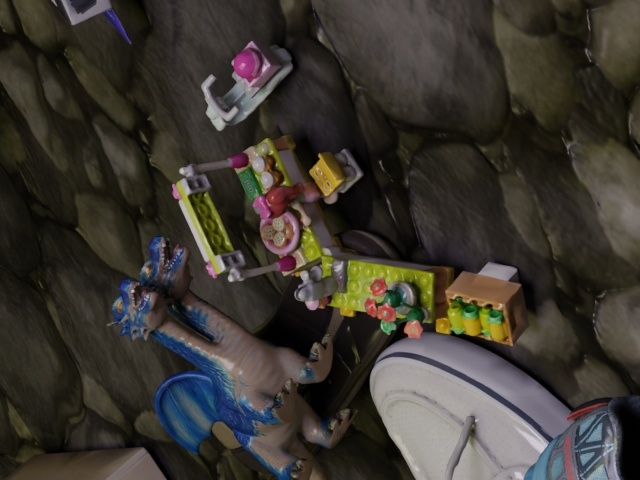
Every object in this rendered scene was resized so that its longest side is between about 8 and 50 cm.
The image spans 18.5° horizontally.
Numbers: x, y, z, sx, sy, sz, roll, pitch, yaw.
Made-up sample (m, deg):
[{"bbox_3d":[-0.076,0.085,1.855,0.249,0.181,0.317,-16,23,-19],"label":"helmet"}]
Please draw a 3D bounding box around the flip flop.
[{"bbox_3d":[-0.008,0.082,1.492,0.112,0.080,0.277,47,132,11],"label":"flip flop"}]

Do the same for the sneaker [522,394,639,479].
[{"bbox_3d":[0.245,0.195,1.190,0.262,0.104,0.125,37,127,12],"label":"sneaker"}]

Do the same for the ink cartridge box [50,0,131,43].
[{"bbox_3d":[-0.231,-0.255,1.452,0.206,0.045,0.208,49,169,31],"label":"ink cartridge box"}]

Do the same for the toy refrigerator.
[{"bbox_3d":[-0.233,0.272,1.965,0.102,0.094,0.269,57,151,-11],"label":"toy refrigerator"}]

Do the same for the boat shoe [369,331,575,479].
[{"bbox_3d":[0.134,0.219,1.320,0.367,0.156,0.136,45,147,21],"label":"boat shoe"}]

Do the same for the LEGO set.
[{"bbox_3d":[0.000,0.000,1.334,0.287,0.107,0.132,46,122,22],"label":"LEGO set"}]

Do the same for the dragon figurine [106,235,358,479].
[{"bbox_3d":[-0.059,0.113,1.420,0.144,0.085,0.289,20,148,30],"label":"dragon figurine"}]
